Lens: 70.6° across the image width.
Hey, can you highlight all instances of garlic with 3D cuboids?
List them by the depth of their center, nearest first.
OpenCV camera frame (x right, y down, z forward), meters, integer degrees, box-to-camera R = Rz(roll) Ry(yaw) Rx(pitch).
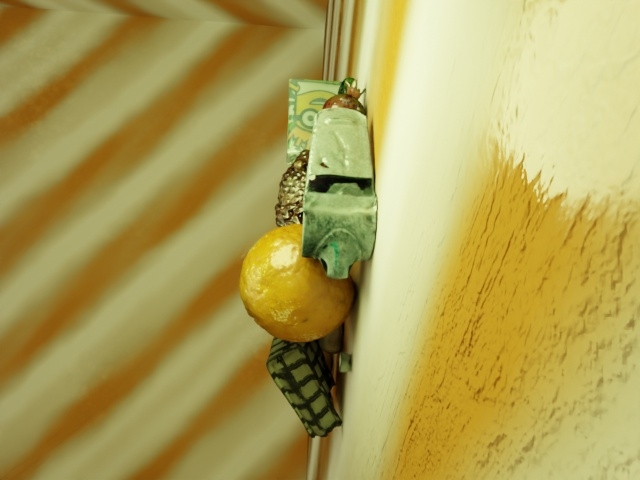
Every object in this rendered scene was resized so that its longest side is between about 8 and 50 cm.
[{"bbox_3d":[0.038,0.313,1.565,0.101,0.086,0.196,-47,-42,-76],"label":"garlic"}]

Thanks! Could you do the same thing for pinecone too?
[{"bbox_3d":[-0.018,-0.135,1.448,0.296,0.241,0.299,93,-162,-61],"label":"pinecone"}]

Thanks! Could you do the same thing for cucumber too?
[{"bbox_3d":[0.080,-0.413,1.486,0.074,0.074,0.242,-116,30,-83],"label":"cucumber"}]

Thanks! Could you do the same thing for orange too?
[{"bbox_3d":[-0.071,0.129,1.284,0.341,0.293,0.340,50,-175,-6],"label":"orange"}]

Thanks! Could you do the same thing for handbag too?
[{"bbox_3d":[-0.051,0.451,1.564,0.327,0.162,0.325,62,-175,-9],"label":"handbag"}]

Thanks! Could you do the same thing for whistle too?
[{"bbox_3d":[0.042,-0.120,1.081,0.188,0.168,0.405,-110,23,-83],"label":"whistle"}]

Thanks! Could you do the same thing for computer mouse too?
[{"bbox_3d":[0.074,0.359,1.330,0.110,0.032,0.056,68,-156,-73],"label":"computer mouse"}]

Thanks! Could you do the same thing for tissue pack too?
[{"bbox_3d":[-0.009,-0.434,1.684,0.128,0.227,0.311,108,163,-74],"label":"tissue pack"}]

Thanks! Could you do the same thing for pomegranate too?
[{"bbox_3d":[0.074,-0.359,1.246,0.159,0.129,0.129,-59,13,17],"label":"pomegranate"}]

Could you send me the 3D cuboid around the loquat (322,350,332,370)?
[{"bbox_3d":[-0.046,0.510,1.896,0.208,0.207,0.208,-177,90,-87],"label":"loquat"}]
